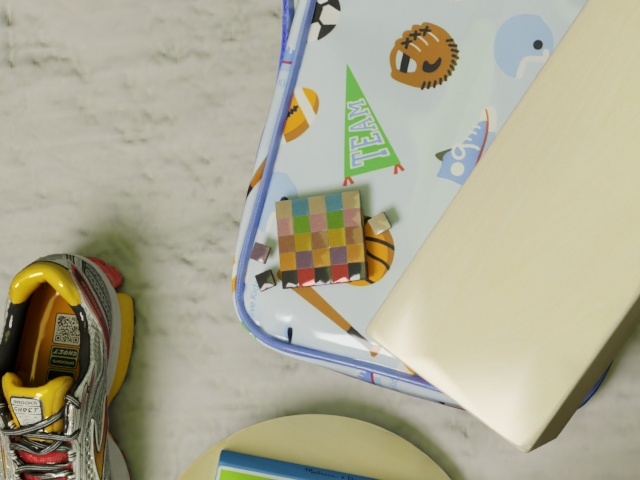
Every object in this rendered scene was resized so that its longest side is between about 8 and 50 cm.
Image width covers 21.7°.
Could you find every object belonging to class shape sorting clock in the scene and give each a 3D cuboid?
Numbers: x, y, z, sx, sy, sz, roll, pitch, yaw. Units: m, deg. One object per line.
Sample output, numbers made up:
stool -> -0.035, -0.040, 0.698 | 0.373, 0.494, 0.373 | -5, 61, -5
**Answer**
shape sorting clock -> -0.003, 0.203, 0.970 | 0.206, 0.040, 0.206 | 1, 81, -4

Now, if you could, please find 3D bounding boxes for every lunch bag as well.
lunch bag -> 0.080, -0.060, 0.957 | 0.243, 0.115, 0.303 | 15, 90, 16

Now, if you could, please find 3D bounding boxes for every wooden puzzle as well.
wooden puzzle -> 0.000, 0.000, 0.918 | 0.083, 0.006, 0.049 | -7, 84, 19

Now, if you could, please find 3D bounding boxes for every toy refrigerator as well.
toy refrigerator -> 0.146, -0.036, 0.828 | 0.102, 0.094, 0.269 | 36, 100, 16

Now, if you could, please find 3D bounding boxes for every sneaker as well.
sneaker -> -0.166, 0.117, 1.002 | 0.088, 0.093, 0.225 | -3, 81, 13
